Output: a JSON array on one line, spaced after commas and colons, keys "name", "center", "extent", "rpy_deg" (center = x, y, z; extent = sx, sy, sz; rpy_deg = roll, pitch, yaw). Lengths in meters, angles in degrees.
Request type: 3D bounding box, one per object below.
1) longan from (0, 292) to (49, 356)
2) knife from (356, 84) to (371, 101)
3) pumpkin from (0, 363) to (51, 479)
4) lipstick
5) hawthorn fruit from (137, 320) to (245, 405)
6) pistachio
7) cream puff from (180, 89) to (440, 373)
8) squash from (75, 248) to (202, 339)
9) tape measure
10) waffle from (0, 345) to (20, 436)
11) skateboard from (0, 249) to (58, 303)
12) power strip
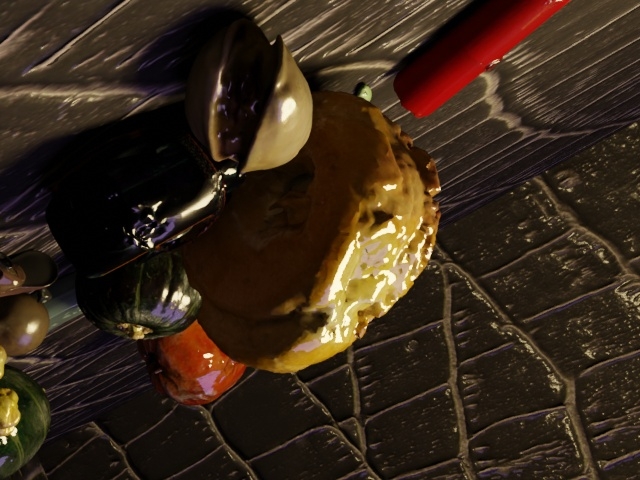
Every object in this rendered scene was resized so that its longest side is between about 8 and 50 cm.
[{"name": "longan", "center": [-0.444, 0.120, 1.700], "extent": [0.113, 0.092, 0.113], "rpy_deg": [-9, 175, -1]}, {"name": "knife", "center": [0.056, -0.184, 1.641], "extent": [0.030, 0.014, 0.207], "rpy_deg": [-28, 173, -2]}, {"name": "pumpkin", "center": [-0.623, 0.337, 2.101], "extent": [0.300, 0.207, 0.300], "rpy_deg": [-36, -174, 4]}, {"name": "lipstick", "center": [0.200, -0.250, 1.480], "extent": [0.073, 0.073, 0.280], "rpy_deg": [-19, 168, -43]}, {"name": "hawthorn fruit", "center": [-0.229, 0.202, 2.406], "extent": [0.272, 0.242, 0.242], "rpy_deg": [-22, 170, -31]}, {"name": "pistachio", "center": [-0.068, -0.141, 1.162], "extent": [0.129, 0.131, 0.206], "rpy_deg": [16, 162, -2]}, {"name": "cream puff", "center": [-0.004, -0.006, 1.440], "extent": [0.327, 0.343, 0.231], "rpy_deg": [-12, 161, 35]}, {"name": "squash", "center": [-0.258, 0.069, 1.709], "extent": [0.193, 0.156, 0.193], "rpy_deg": [2, 139, 2]}, {"name": "tape measure", "center": [-0.194, -0.043, 1.308], "extent": [0.202, 0.135, 0.223], "rpy_deg": [-32, -179, -33]}, {"name": "waffle", "center": [-0.580, 0.222, 1.582], "extent": [0.324, 0.151, 0.261], "rpy_deg": [4, 153, -45]}, {"name": "skateboard", "center": [-0.397, 0.043, 1.502], "extent": [0.151, 0.067, 0.080], "rpy_deg": [-11, 153, -50]}, {"name": "power strip", "center": [-0.367, 0.086, 1.864], "extent": [0.253, 0.054, 0.167], "rpy_deg": [-25, 173, -7]}]
